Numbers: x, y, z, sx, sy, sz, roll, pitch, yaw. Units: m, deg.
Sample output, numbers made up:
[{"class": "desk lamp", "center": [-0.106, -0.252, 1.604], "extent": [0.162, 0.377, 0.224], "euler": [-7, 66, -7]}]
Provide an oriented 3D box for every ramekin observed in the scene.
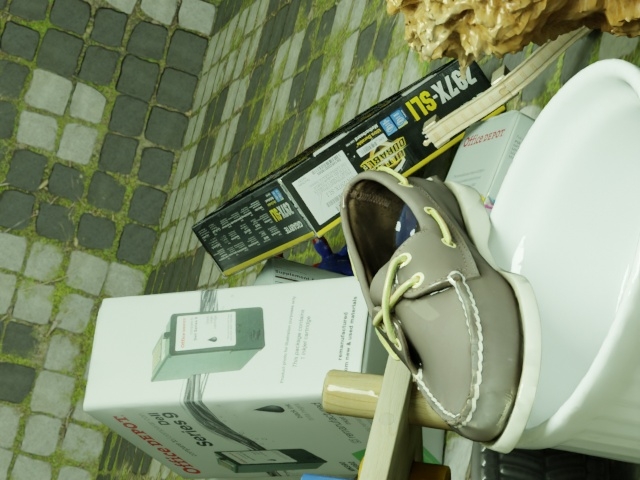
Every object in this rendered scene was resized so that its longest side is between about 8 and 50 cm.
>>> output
[{"class": "ramekin", "center": [0.219, 0.025, 1.181], "extent": [0.277, 0.135, 0.277], "euler": [-164, 90, -75]}]

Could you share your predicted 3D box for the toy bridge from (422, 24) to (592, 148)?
[{"class": "toy bridge", "center": [0.170, -0.144, 1.556], "extent": [0.188, 0.026, 0.063], "euler": [-37, 9, 15]}]

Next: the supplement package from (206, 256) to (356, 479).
[{"class": "supplement package", "center": [-0.026, 0.165, 1.881], "extent": [0.203, 0.149, 0.194], "euler": [-90, 22, -44]}]

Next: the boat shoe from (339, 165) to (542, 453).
[{"class": "boat shoe", "center": [0.080, 0.040, 1.216], "extent": [0.324, 0.096, 0.117], "euler": [-103, 32, -61]}]

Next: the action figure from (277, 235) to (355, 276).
[{"class": "action figure", "center": [0.000, 0.000, 1.999], "extent": [0.091, 0.139, 0.280], "euler": [-34, -7, -28]}]

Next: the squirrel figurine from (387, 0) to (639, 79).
[{"class": "squirrel figurine", "center": [0.140, -0.319, 1.373], "extent": [0.397, 0.370, 0.281], "euler": [-92, 24, -50]}]

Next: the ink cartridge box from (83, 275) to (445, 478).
[{"class": "ink cartridge box", "center": [-0.047, 0.138, 1.608], "extent": [0.289, 0.211, 0.122], "euler": [-6, 61, 25]}]

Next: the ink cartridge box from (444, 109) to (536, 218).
[{"class": "ink cartridge box", "center": [0.155, -0.019, 1.538], "extent": [0.175, 0.072, 0.127], "euler": [-67, 14, -9]}]

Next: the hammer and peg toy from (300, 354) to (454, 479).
[{"class": "hammer and peg toy", "center": [0.039, 0.289, 1.321], "extent": [0.266, 0.127, 0.361], "euler": [85, -163, -48]}]

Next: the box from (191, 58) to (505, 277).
[{"class": "box", "center": [0.022, -0.075, 1.811], "extent": [0.257, 0.079, 0.322], "euler": [-37, 5, -22]}]

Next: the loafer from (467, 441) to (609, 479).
[{"class": "loafer", "center": [0.150, 0.289, 1.218], "extent": [0.130, 0.133, 0.366], "euler": [93, -170, -52]}]
